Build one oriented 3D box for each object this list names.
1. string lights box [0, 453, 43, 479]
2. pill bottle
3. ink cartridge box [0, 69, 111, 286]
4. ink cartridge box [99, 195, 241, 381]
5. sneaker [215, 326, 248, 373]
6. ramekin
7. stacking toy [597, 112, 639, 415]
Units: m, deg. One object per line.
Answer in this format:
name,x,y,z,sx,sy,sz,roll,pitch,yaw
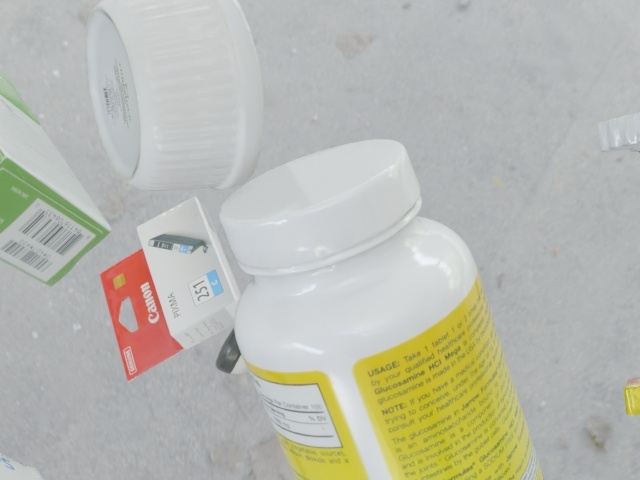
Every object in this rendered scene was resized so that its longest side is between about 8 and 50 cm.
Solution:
string lights box,-0.346,0.279,0.718,0.259,0.133,0.077,-50,44,-3
pill bottle,0.048,0.102,0.696,0.188,0.188,0.333,-27,110,-18
ink cartridge box,-0.239,-0.071,0.631,0.062,0.109,0.209,-42,55,2
ink cartridge box,-0.302,0.087,1.741,0.261,0.066,0.296,-29,49,2
sneaker,0.022,0.072,0.915,0.145,0.090,0.270,39,46,4
ramekin,-0.145,-0.142,0.855,0.109,0.207,0.207,-14,65,-26
stacking toy,0.236,0.008,0.440,0.052,0.221,0.166,-4,88,-33
